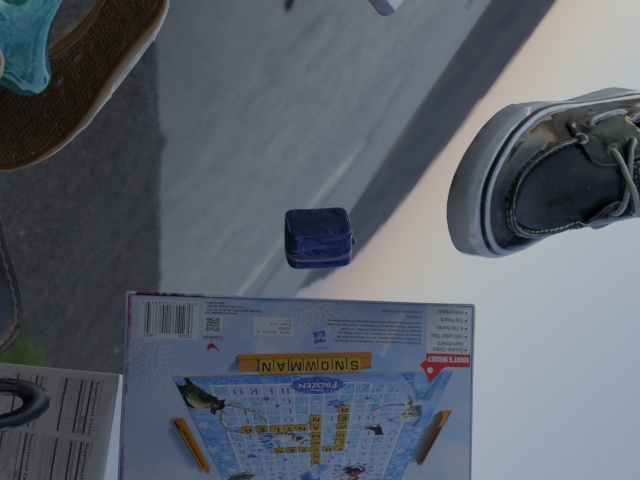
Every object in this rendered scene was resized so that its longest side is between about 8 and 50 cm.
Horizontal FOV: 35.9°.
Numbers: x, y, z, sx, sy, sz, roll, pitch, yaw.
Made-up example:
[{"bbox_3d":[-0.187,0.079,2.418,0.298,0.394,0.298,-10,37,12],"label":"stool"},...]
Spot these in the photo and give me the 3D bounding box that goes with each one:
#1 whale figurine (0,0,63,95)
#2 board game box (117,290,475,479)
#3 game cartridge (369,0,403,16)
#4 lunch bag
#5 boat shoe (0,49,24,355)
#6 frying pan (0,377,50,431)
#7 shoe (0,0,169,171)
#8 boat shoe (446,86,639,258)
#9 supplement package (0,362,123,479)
[{"bbox_3d":[-0.290,-0.134,0.650,0.272,0.141,0.216,-3,125,-39],"label":"whale figurine"},{"bbox_3d":[-0.023,0.210,0.897,0.066,0.318,0.318,123,-30,-83],"label":"board game box"},{"bbox_3d":[0.041,-0.231,0.835,0.017,0.083,0.056,-25,-163,27],"label":"game cartridge"},{"bbox_3d":[0.000,0.000,1.323,0.067,0.098,0.065,-102,-167,-52],"label":"lunch bag"},{"bbox_3d":[-0.232,-0.080,0.480,0.130,0.356,0.132,-6,-151,29],"label":"boat shoe"},{"bbox_3d":[-0.311,0.112,0.439,0.053,0.326,0.197,95,10,-67],"label":"frying pan"},{"bbox_3d":[-0.209,-0.142,0.854,0.219,0.076,0.058,-45,-175,-1],"label":"shoe"},{"bbox_3d":[0.243,-0.071,0.867,0.335,0.119,0.121,-28,120,-40],"label":"boat shoe"},{"bbox_3d":[-0.377,0.304,1.542,0.199,0.262,0.198,28,66,-62],"label":"supplement package"}]
